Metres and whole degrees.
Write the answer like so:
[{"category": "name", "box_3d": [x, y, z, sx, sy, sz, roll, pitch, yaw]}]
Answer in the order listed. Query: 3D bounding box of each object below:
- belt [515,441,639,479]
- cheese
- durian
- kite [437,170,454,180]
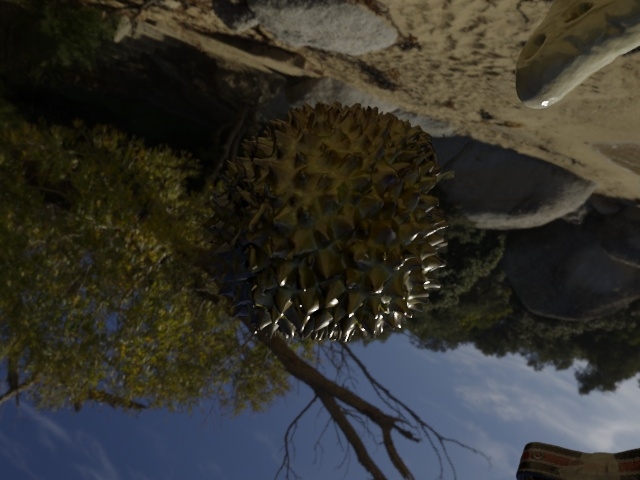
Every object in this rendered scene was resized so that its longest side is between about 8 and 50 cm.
[{"category": "belt", "box_3d": [0.545, 0.447, 0.879, 0.126, 0.359, 0.094, 53, -135, -5]}, {"category": "cheese", "box_3d": [0.551, -0.413, 0.864, 0.129, 0.351, 0.328, 39, 166, -24]}, {"category": "durian", "box_3d": [-0.004, -0.011, 0.493, 0.258, 0.258, 0.293, 22, 163, -6]}, {"category": "kite", "box_3d": [0.159, -0.108, 0.946, 0.012, 0.229, 0.250, 24, 162, -38]}]
